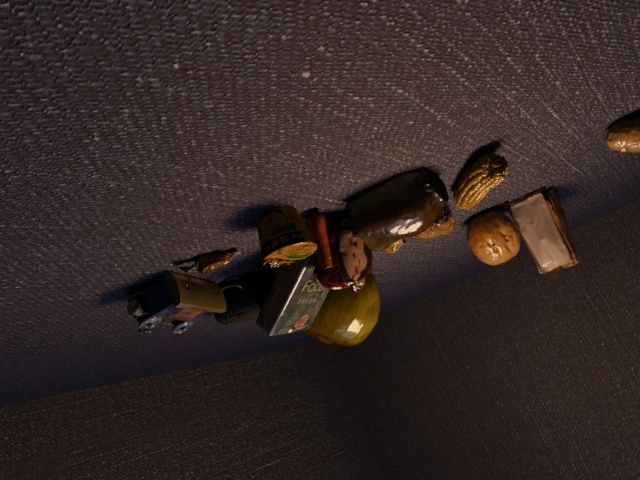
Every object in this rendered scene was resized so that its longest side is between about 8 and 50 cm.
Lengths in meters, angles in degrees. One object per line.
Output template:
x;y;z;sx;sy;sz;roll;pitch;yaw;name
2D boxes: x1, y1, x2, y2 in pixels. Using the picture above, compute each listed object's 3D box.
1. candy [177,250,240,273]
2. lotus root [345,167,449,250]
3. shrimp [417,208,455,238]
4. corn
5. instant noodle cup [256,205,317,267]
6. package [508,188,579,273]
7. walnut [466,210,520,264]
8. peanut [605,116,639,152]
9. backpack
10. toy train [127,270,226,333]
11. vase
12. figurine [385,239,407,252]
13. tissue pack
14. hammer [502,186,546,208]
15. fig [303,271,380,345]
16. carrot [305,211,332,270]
-0.313;0.064;1.304;0.182;0.047;0.053;-16;163;-18;candy
0.249;-0.077;1.332;0.260;0.149;0.267;-25;164;18;lotus root
0.418;-0.056;1.700;0.164;0.062;0.317;-19;164;6;shrimp
0.467;-0.169;1.374;0.101;0.101;0.292;-18;165;-6;corn
-0.098;-0.010;1.198;0.151;0.122;0.151;-20;163;-6;instant noodle cup
0.956;-0.042;1.887;0.221;0.311;0.165;-7;160;-31;package
0.705;-0.008;1.879;0.195;0.222;0.195;-31;-174;4;walnut
1.012;-0.346;1.408;0.263;0.117;0.101;-25;-179;6;peanut
0.077;0.042;1.382;0.138;0.230;0.229;-8;172;37;backpack
-0.445;0.195;1.432;0.201;0.131;0.299;-31;161;10;toy train
-0.274;0.220;1.666;0.251;0.156;0.300;32;138;-33;vase
0.235;-0.003;1.622;0.114;0.095;0.156;-5;-173;23;figurine
-0.060;0.147;1.489;0.228;0.103;0.316;7;112;-59;tissue pack
0.817;-0.172;1.839;0.178;0.021;0.065;-25;160;13;hammer
0.069;0.221;1.730;0.343;0.344;0.343;-18;162;-6;fig
0.000;0.000;1.268;0.055;0.162;0.055;-14;-178;1;carrot
